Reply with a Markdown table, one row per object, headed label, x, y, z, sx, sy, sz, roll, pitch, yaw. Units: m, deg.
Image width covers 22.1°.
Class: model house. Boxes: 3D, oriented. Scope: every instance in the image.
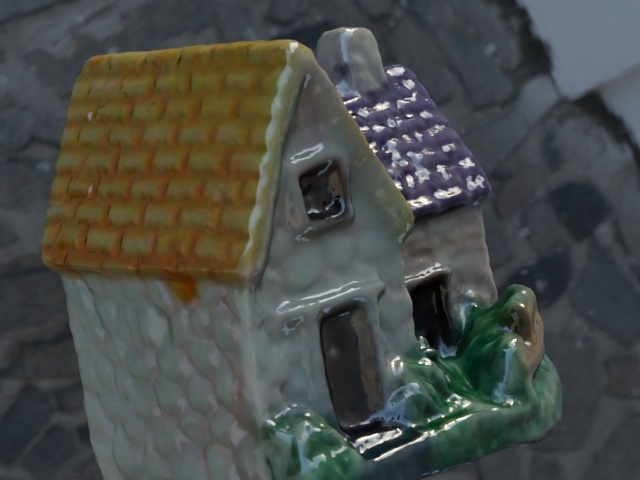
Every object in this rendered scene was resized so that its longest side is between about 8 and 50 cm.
| label | x | y | z | sx | sy | sz | roll | pitch | yaw |
| --- | --- | --- | --- | --- | --- | --- | --- | --- | --- |
| model house | 0.000 | 0.000 | 0.376 | 0.100 | 0.087 | 0.100 | -15 | 99 | -38 |
